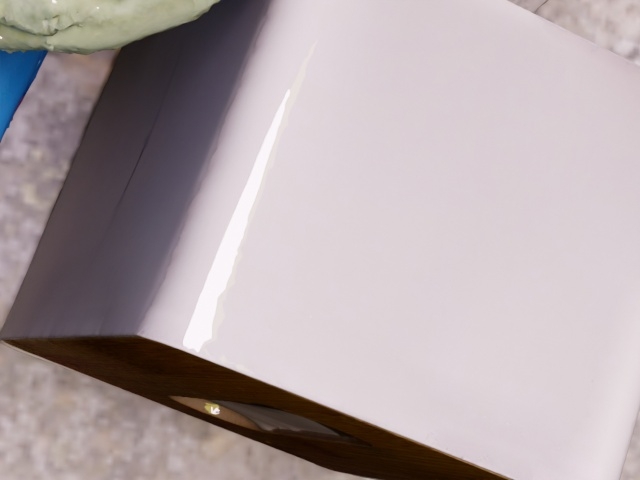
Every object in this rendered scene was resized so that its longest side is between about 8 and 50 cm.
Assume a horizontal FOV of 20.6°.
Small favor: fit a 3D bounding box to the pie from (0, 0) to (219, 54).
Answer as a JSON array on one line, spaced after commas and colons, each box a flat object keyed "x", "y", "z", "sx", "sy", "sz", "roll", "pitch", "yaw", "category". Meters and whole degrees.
[{"x": -0.069, "y": -0.141, "z": 0.515, "sx": 0.186, "sy": 0.041, "sz": 0.187, "roll": -4, "pitch": 71, "yaw": 11, "category": "pie"}]

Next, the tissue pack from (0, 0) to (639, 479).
[{"x": 0.001, "y": 0.000, "z": 0.620, "sx": 0.159, "sy": 0.246, "sz": 0.136, "roll": 23, "pitch": 80, "yaw": -17, "category": "tissue pack"}]

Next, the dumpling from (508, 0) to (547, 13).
[{"x": -0.018, "y": -0.239, "z": 0.619, "sx": 0.181, "sy": 0.260, "sz": 0.341, "roll": -20, "pitch": 81, "yaw": -46, "category": "dumpling"}]

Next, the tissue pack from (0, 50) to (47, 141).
[{"x": -0.202, "y": -0.039, "z": 0.529, "sx": 0.198, "sy": 0.263, "sz": 0.146, "roll": 35, "pitch": 118, "yaw": -15, "category": "tissue pack"}]
